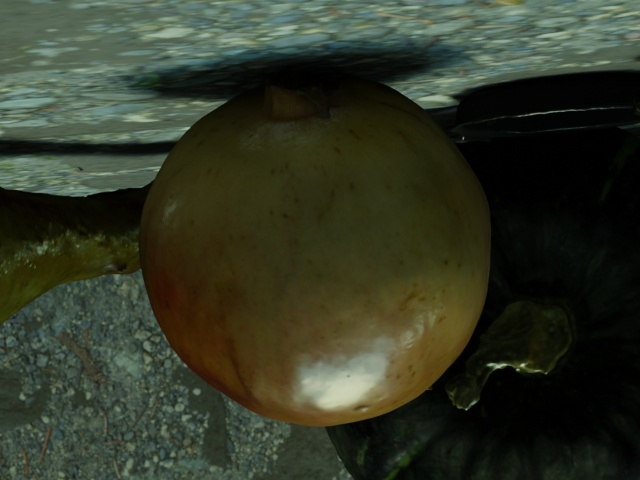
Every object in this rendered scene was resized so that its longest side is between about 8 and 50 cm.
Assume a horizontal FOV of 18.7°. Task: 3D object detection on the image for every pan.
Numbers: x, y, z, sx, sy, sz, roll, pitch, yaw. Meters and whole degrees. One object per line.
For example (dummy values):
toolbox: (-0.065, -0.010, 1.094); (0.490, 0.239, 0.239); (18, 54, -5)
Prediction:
pan: (0.106, -0.072, 1.203); (0.235, 0.028, 0.136); (-11, 173, 37)

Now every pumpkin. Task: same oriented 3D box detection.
pumpkin: (0.155, 0.073, 1.322); (0.323, 0.323, 0.241); (-5, 167, 7)

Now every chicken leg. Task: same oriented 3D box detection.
chicken leg: (-0.229, 0.014, 1.241); (0.211, 0.140, 0.361); (-19, 165, 42)

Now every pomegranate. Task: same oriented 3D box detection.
pomegranate: (0.002, 0.002, 1.018); (0.191, 0.191, 0.191); (-5, 177, 0)

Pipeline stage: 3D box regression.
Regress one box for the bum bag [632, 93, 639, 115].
bum bag: (0.237, -0.078, 0.995); (0.107, 0.060, 0.232); (-14, -179, -9)
